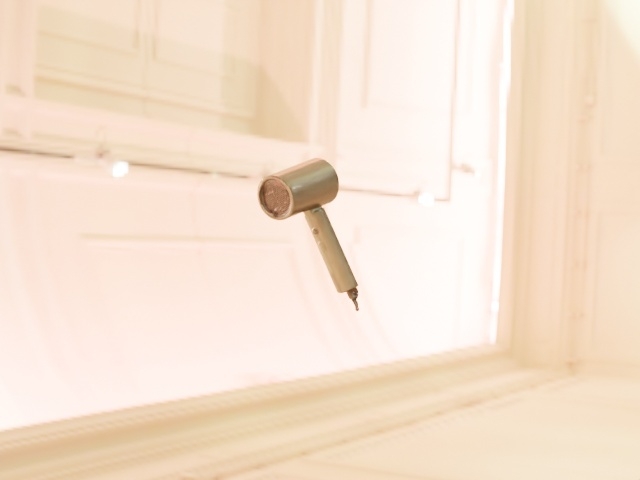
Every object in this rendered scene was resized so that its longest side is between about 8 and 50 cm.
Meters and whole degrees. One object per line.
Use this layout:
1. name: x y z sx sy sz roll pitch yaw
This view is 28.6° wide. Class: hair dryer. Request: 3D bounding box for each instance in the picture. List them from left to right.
1. hair dryer: 0.000 0.000 0.977 0.063 0.038 0.124 -24 -90 -48

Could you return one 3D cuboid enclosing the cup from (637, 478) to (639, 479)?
1. cup: 0.424 0.418 1.294 0.347 0.163 0.347 -174 90 -76
